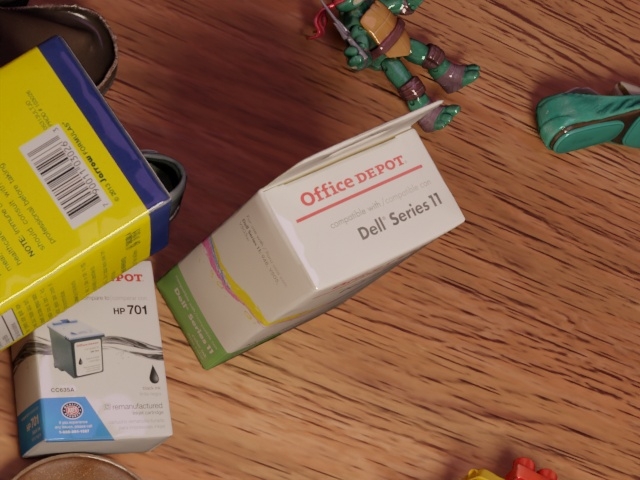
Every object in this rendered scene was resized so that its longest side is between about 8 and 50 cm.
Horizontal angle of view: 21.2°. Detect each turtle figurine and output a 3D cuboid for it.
[{"bbox_3d":[0.085,-0.247,2.038,0.234,0.118,0.175,45,70,-23],"label":"turtle figurine"}]

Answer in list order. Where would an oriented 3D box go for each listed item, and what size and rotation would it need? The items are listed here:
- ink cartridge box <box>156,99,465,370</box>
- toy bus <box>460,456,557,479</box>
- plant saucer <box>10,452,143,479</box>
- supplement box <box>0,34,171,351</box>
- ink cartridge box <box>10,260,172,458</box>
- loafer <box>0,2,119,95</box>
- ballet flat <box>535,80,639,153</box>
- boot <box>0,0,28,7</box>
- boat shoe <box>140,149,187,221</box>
[{"bbox_3d":[0.000,0.000,1.749,0.207,0.353,0.119,-25,83,-32],"label":"ink cartridge box"},{"bbox_3d":[0.189,0.322,1.854,0.220,0.149,0.211,25,47,-14],"label":"toy bus"},{"bbox_3d":[-0.241,0.311,1.688,0.199,0.036,0.198,10,66,-23],"label":"plant saucer"},{"bbox_3d":[-0.339,0.000,1.598,0.356,0.194,0.195,-33,83,-12],"label":"supplement box"},{"bbox_3d":[-0.237,0.119,1.741,0.140,0.082,0.190,0,71,-27],"label":"ink cartridge box"},{"bbox_3d":[-0.343,-0.177,1.759,0.366,0.130,0.133,-20,80,-43],"label":"loafer"},{"bbox_3d":[0.376,-0.165,2.180,0.247,0.083,0.087,-6,59,-31],"label":"ballet flat"},{"bbox_3d":[-0.385,-0.278,1.777,0.246,0.161,0.083,-24,82,-33],"label":"boot"},{"bbox_3d":[-0.290,-0.059,1.775,0.319,0.099,0.116,2,69,-27],"label":"boat shoe"}]
